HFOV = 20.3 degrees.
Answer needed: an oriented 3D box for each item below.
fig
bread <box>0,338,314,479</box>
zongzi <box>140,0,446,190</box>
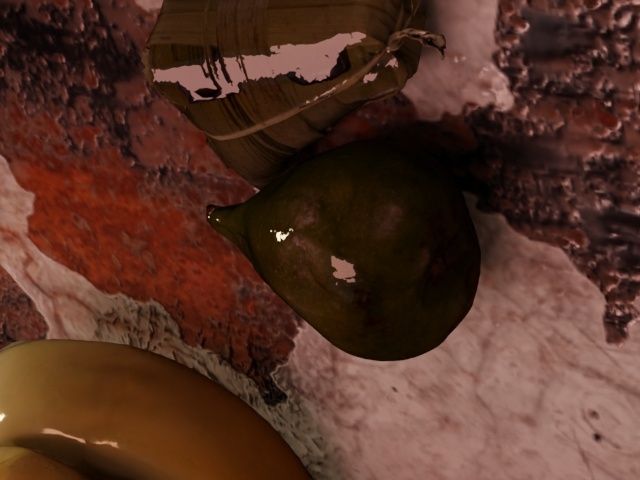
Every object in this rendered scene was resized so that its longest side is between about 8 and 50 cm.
[{"bbox_3d":[0.012,-0.014,1.046,0.126,0.133,0.185,-53,52,11],"label":"fig"},{"bbox_3d":[-0.159,0.265,1.310,0.329,0.245,0.424,24,139,26],"label":"bread"},{"bbox_3d":[0.014,-0.081,1.039,0.189,0.081,0.178,-3,146,25],"label":"zongzi"}]
